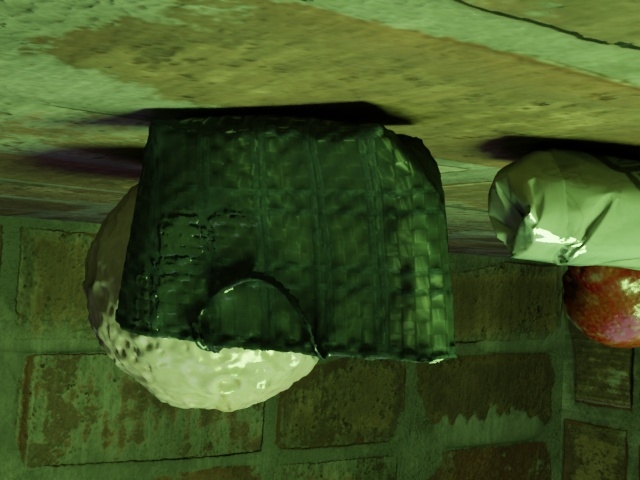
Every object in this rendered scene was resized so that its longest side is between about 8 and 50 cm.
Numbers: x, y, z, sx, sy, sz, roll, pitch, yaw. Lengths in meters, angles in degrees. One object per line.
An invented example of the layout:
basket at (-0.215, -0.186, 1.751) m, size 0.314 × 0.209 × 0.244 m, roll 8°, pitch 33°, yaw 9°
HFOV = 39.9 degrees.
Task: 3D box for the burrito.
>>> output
burrito at (0.343, -0.014, 0.752) m, size 0.446 × 0.101 × 0.139 m, roll 3°, pitch 173°, yaw -16°

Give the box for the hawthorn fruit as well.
hawthorn fruit at (0.388, 0.035, 1.036) m, size 0.202 × 0.185 × 0.185 m, roll -2°, pitch 176°, yaw 15°

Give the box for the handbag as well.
handbag at (-0.030, -0.001, 0.634) m, size 0.270 × 0.175 × 0.089 m, roll 4°, pitch 180°, yaw 24°

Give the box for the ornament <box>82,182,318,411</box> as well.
ornament at (-0.103, 0.046, 0.887) m, size 0.259 × 0.259 × 0.225 m, roll 4°, pitch 171°, yaw -24°
